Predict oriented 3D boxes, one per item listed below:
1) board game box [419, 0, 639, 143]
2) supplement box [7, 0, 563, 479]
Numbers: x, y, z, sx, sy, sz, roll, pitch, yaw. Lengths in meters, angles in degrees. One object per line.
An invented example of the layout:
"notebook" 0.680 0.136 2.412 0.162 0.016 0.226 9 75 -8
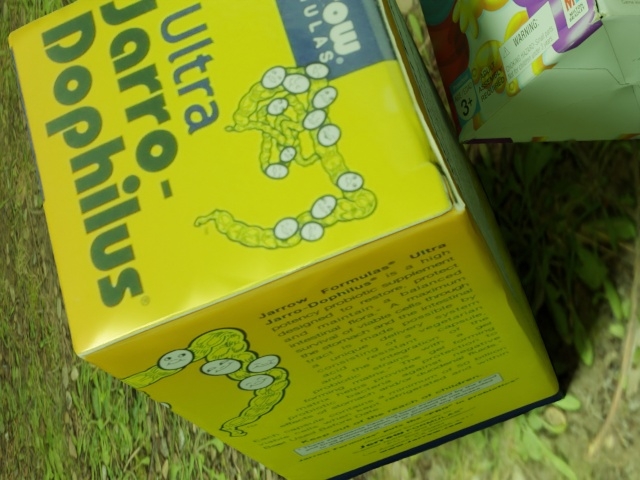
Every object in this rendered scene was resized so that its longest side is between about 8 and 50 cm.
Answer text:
"board game box" 0.134 -0.209 0.742 0.142 0.144 0.275 -43 56 56
"supplement box" 0.000 0.000 0.775 0.356 0.195 0.194 51 -161 -63
